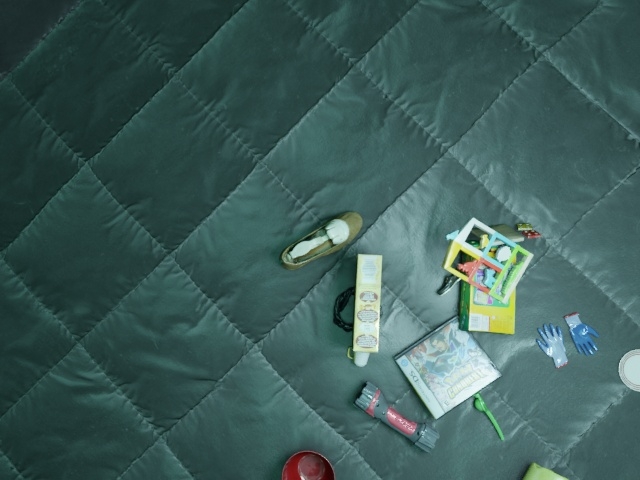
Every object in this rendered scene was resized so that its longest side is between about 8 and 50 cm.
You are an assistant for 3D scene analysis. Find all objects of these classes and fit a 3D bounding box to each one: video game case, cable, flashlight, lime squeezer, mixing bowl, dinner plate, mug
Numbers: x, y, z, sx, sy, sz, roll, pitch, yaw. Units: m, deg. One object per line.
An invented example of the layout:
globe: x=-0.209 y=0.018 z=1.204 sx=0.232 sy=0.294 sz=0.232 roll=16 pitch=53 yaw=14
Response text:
video game case: x=0.438 y=0.438 z=1.682 sx=0.275 sy=0.035 sz=0.248 roll=-35 pitch=68 yaw=1
cable: x=0.124 y=0.246 z=1.753 sx=0.184 sy=0.047 sz=0.150 roll=-26 pitch=83 yaw=3
flashlight: x=0.265 y=0.610 z=1.682 sx=0.304 sy=0.103 sz=0.103 roll=31 pitch=85 yaw=8
lime squeezer: x=0.523 y=0.571 z=1.683 sx=0.310 sy=0.059 sz=0.110 roll=29 pitch=88 yaw=6
mixing bowl: x=-0.037 y=0.812 z=1.692 sx=0.181 sy=0.098 sz=0.181 roll=-1 pitch=84 yaw=5
dinner plate: x=1.094 y=0.444 z=1.661 sx=0.141 sy=0.017 sz=0.141 roll=0 pitch=85 yaw=4
mug: x=0.141 y=0.413 z=1.739 sx=0.062 sy=0.078 sz=0.064 roll=6 pitch=95 yaw=-27

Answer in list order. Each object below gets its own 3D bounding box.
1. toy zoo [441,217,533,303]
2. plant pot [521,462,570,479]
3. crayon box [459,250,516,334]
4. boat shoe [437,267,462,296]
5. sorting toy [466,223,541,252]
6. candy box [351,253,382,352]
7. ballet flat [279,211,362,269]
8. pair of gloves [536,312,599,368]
toy zoo: x=0.532 y=0.056 z=1.599 sx=0.293 sy=0.030 sz=0.192 roll=29 pitch=90 yaw=-8
plant pot: x=0.724 y=0.875 z=1.554 sx=0.276 sy=0.276 sz=0.254 roll=27 pitch=76 yaw=7
crayon box: x=0.578 y=0.178 z=1.675 sx=0.165 sy=0.081 sz=0.278 roll=6 pitch=81 yaw=-7
boat shoe: x=0.463 y=0.145 z=1.730 sx=0.133 sy=0.049 sz=0.042 roll=-44 pitch=87 yaw=-7
sorting toy: x=0.622 y=-0.006 z=1.692 sx=0.275 sy=0.132 sz=0.046 roll=-9 pitch=114 yaw=-6
candy box: x=0.156 y=0.218 z=1.643 sx=0.088 sy=0.183 sz=0.316 roll=4 pitch=77 yaw=4
ballet flat: x=0.000 y=0.000 z=1.747 sx=0.342 sy=0.124 sz=0.116 roll=-27 pitch=83 yaw=2
pair of gloves: x=0.863 y=0.345 z=1.689 sx=0.198 sy=0.023 sz=0.159 roll=-25 pitch=85 yaw=3
